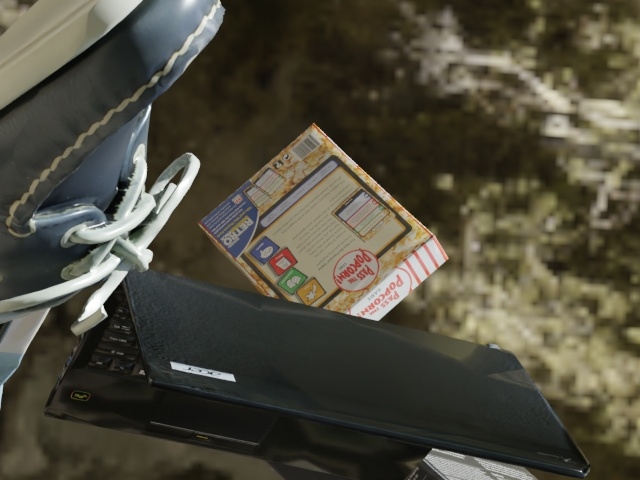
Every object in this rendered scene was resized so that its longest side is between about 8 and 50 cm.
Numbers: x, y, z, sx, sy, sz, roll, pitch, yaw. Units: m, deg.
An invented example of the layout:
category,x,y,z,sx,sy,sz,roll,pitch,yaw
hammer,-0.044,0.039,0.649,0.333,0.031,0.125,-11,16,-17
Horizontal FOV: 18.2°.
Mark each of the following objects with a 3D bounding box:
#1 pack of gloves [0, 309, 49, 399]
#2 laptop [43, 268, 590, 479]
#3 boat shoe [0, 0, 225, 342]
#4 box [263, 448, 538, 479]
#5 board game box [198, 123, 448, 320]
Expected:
category,x,y,z,sx,sy,sz,roll,pitch,yaw
pack of gloves,-0.328,0.086,1.564,0.232,0.195,0.046,-61,-140,33
laptop,-0.015,0.107,1.095,0.264,0.234,0.136,124,-25,-50
boat shoe,-0.089,-0.012,0.603,0.254,0.079,0.095,-36,-170,48
box,0.094,0.215,1.713,0.184,0.261,0.103,43,-79,33
board game box,0.000,0.000,1.830,0.193,0.147,0.045,45,-6,38
